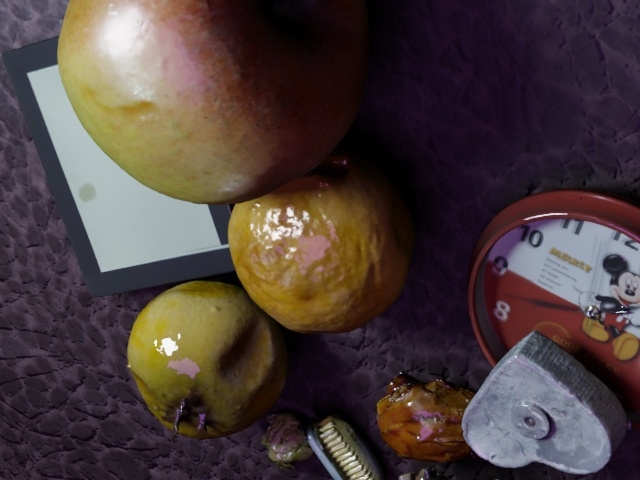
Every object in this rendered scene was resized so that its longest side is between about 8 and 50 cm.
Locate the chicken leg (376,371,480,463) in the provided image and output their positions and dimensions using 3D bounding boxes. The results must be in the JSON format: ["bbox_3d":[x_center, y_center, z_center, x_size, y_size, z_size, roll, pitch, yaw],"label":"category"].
[{"bbox_3d":[0.213,0.229,1.918,0.304,0.093,0.113,2,106,20],"label":"chicken leg"}]

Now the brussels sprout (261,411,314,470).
[{"bbox_3d":[-0.048,0.279,2.089,0.085,0.058,0.085,26,139,25],"label":"brussels sprout"}]

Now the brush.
[{"bbox_3d":[0.072,0.340,2.070,0.060,0.068,0.297,-29,109,13],"label":"brush"}]

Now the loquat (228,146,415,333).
[{"bbox_3d":[0.000,0.000,1.808,0.238,0.193,0.238,11,139,10],"label":"loquat"}]

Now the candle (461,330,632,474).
[{"bbox_3d":[0.256,0.189,1.788,0.192,0.068,0.169,-1,116,30],"label":"candle"}]

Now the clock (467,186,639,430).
[{"bbox_3d":[0.317,0.081,1.777,0.318,0.080,0.319,17,126,25],"label":"clock"}]

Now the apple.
[{"bbox_3d":[-0.118,-0.211,1.670,0.305,0.338,0.338,-16,112,49],"label":"apple"}]

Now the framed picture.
[{"bbox_3d":[-0.246,-0.104,1.947,0.265,0.016,0.347,-12,104,31],"label":"framed picture"}]

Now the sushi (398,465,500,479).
[{"bbox_3d":[0.190,0.412,1.968,0.225,0.219,0.239,13,98,9],"label":"sushi"}]

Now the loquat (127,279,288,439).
[{"bbox_3d":[-0.143,0.152,1.963,0.213,0.213,0.213,12,123,19],"label":"loquat"}]
